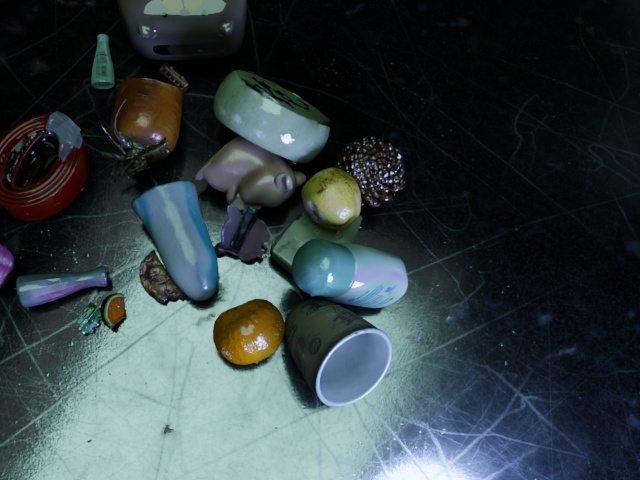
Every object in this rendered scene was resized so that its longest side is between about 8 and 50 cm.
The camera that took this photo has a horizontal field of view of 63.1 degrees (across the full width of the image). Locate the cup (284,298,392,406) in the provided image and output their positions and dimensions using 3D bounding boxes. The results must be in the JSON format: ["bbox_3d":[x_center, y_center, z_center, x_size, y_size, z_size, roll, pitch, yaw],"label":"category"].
[{"bbox_3d":[0.046,0.290,1.394,0.227,0.301,0.257,-43,38,-6],"label":"cup"}]

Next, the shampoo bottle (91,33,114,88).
[{"bbox_3d":[-0.699,-0.576,1.672,0.069,0.041,0.190,-7,71,-6],"label":"shampoo bottle"}]

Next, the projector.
[{"bbox_3d":[0.000,0.000,1.554,0.194,0.088,0.269,40,70,6],"label":"projector"}]

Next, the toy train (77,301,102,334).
[{"bbox_3d":[-0.624,0.211,1.407,0.053,0.033,0.083,32,69,8],"label":"toy train"}]

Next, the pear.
[{"bbox_3d":[0.034,-0.113,1.467,0.178,0.178,0.177,3,70,-8],"label":"pear"}]

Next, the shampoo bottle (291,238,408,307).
[{"bbox_3d":[0.071,0.090,1.401,0.350,0.222,0.151,14,60,-45],"label":"shampoo bottle"}]

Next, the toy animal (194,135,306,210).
[{"bbox_3d":[-0.207,-0.187,1.535,0.256,0.195,0.212,39,105,-1],"label":"toy animal"}]

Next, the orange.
[{"bbox_3d":[-0.188,0.245,1.390,0.194,0.193,0.161,-26,100,-17],"label":"orange"}]

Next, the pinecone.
[{"bbox_3d":[0.144,-0.212,1.597,0.222,0.221,0.221,3,70,-8],"label":"pinecone"}]

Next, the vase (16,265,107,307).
[{"bbox_3d":[-0.692,0.117,1.408,0.214,0.086,0.086,-11,73,-18],"label":"vase"}]

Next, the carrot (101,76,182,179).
[{"bbox_3d":[-0.514,-0.342,1.532,0.194,0.214,0.330,6,73,-5],"label":"carrot"}]

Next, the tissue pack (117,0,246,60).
[{"bbox_3d":[-0.427,-0.714,1.645,0.388,0.267,0.276,-5,74,-12],"label":"tissue pack"}]

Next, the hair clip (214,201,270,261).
[{"bbox_3d":[-0.218,-0.023,1.507,0.146,0.186,0.056,22,24,-1],"label":"hair clip"}]

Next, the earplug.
[{"bbox_3d":[-0.382,0.018,1.451,0.185,0.185,0.323,-21,81,-16],"label":"earplug"}]

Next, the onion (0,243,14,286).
[{"bbox_3d":[-0.917,0.045,1.345,0.201,0.200,0.207,-36,85,-19],"label":"onion"}]

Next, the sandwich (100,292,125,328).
[{"bbox_3d":[-0.565,0.191,1.414,0.026,0.069,0.101,-26,67,29],"label":"sandwich"}]

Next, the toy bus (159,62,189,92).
[{"bbox_3d":[-0.476,-0.529,1.698,0.110,0.031,0.043,42,76,6],"label":"toy bus"}]

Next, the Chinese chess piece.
[{"bbox_3d":[-0.138,-0.369,1.535,0.350,0.349,0.146,31,109,3],"label":"Chinese chess piece"}]

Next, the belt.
[{"bbox_3d":[-0.793,-0.215,1.491,0.228,0.115,0.323,27,70,-1],"label":"belt"}]

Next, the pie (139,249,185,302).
[{"bbox_3d":[-0.455,0.113,1.469,0.092,0.034,0.170,-40,82,-23],"label":"pie"}]
